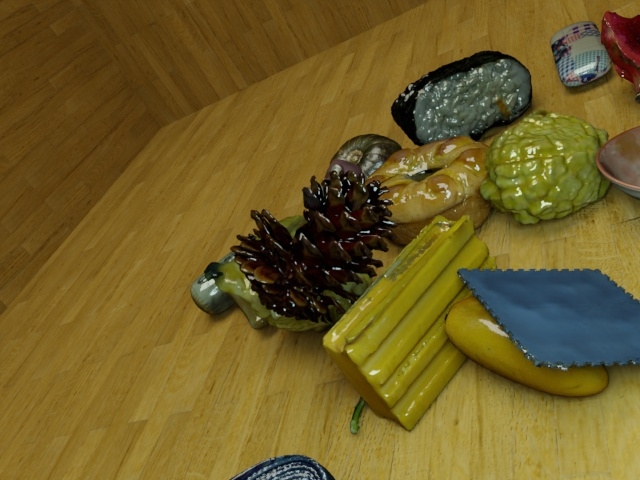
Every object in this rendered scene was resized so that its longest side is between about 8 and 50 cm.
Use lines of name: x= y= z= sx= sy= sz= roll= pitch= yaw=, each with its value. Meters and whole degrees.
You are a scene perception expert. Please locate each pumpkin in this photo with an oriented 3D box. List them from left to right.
pumpkin: x=0.120 y=-0.167 z=1.670 sx=0.219 sy=0.162 sz=0.218 roll=-24 pitch=51 yaw=34

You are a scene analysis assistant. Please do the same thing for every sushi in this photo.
sushi: x=0.366 y=-0.360 z=1.668 sx=0.350 sy=0.210 sz=0.171 roll=-28 pitch=23 yaw=-3

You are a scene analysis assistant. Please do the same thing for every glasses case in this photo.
glasses case: x=0.676 y=-0.492 z=1.687 sx=0.125 sy=0.076 sz=0.327 roll=-20 pitch=30 yaw=25

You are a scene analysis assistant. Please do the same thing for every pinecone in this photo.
pinecone: x=-0.001 y=-0.001 z=1.095 sx=0.292 sy=0.246 sz=0.246 roll=-45 pitch=28 yaw=-2

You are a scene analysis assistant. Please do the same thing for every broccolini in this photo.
broccolini: x=0.093 y=0.256 z=1.131 sx=0.194 sy=0.054 sz=0.052 roll=-60 pitch=7 yaw=-31

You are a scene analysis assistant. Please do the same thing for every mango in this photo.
mango: x=0.306 y=0.155 z=0.966 sx=0.253 sy=0.113 sz=0.139 roll=24 pitch=14 yaw=39

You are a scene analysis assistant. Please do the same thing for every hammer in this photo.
hammer: x=-0.186 y=0.132 z=1.551 sx=0.202 sy=0.113 sz=0.305 roll=-41 pitch=33 yaw=-10

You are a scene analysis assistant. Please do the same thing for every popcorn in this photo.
popcorn: x=-0.034 y=0.074 z=1.334 sx=0.293 sy=0.237 sz=0.293 roll=-25 pitch=24 yaw=12
popcorn: x=0.457 y=-0.150 z=1.269 sx=0.225 sy=0.173 sz=0.286 roll=16 pitch=42 yaw=37

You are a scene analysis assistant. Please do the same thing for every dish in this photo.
dish: x=0.617 y=-0.119 z=1.109 sx=0.261 sy=0.085 sz=0.260 roll=-15 pitch=29 yaw=9

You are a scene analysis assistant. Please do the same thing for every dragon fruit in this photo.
dragon fruit: x=0.713 y=-0.368 z=1.383 sx=0.262 sy=0.134 sz=0.211 roll=15 pitch=60 yaw=10

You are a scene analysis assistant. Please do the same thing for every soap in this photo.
soap: x=0.170 y=0.124 z=1.075 sx=0.324 sy=0.204 sz=0.096 roll=-44 pitch=26 yaw=-23

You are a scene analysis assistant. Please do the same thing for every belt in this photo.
belt: x=-0.074 y=0.407 z=0.965 sx=0.218 sy=0.128 sz=0.122 roll=-31 pitch=57 yaw=0

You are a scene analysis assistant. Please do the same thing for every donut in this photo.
donut: x=0.245 y=-0.113 z=1.439 sx=0.299 sy=0.150 sz=0.317 roll=-37 pitch=26 yaw=-8

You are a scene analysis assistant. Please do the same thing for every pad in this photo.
pad: x=0.368 y=0.103 z=0.944 sx=0.270 sy=0.012 sz=0.269 roll=2 pitch=24 yaw=-12

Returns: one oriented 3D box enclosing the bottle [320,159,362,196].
bottle: x=0.032 y=-0.076 z=1.533 sx=0.110 sy=0.110 sz=0.233 roll=18 pitch=91 yaw=57
